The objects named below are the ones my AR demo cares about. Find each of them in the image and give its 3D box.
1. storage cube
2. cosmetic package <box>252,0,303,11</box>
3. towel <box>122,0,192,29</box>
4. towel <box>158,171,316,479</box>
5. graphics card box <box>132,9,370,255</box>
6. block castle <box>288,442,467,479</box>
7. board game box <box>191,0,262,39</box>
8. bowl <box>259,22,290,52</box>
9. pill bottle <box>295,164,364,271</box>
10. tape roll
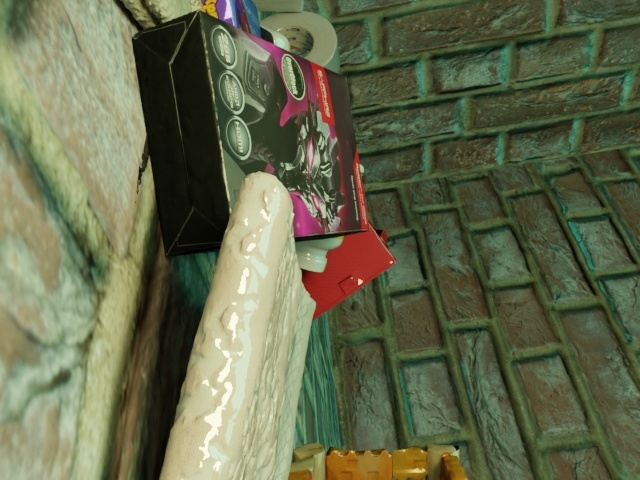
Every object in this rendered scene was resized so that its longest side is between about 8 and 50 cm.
[{"bbox_3d":[0.000,0.000,1.199,0.193,0.215,0.184,55,6,-9],"label":"storage cube"},{"bbox_3d":[-0.107,-0.654,1.280,0.453,0.161,0.230,118,-28,-84],"label":"cosmetic package"},{"bbox_3d":[-0.183,-0.310,0.640,0.282,0.049,0.187,66,17,-82],"label":"towel"},{"bbox_3d":[-0.062,0.154,0.593,0.317,0.053,0.332,77,21,-66],"label":"towel"},{"bbox_3d":[-0.058,-0.110,0.788,0.371,0.094,0.233,-5,87,-64],"label":"graphics card box"},{"bbox_3d":[0.083,0.440,0.843,0.453,0.303,0.213,-94,-177,-87],"label":"block castle"},{"bbox_3d":[-0.139,-0.276,1.023,0.347,0.078,0.233,-80,161,-80],"label":"board game box"},{"bbox_3d":[-0.107,-0.341,1.237,0.142,0.053,0.142,37,-50,42],"label":"bowl"},{"bbox_3d":[-0.003,-0.047,1.044,0.103,0.103,0.184,-68,176,-84],"label":"pill bottle"},{"bbox_3d":[-0.066,-0.423,1.484,0.072,0.219,0.219,76,6,-60],"label":"tape roll"}]
